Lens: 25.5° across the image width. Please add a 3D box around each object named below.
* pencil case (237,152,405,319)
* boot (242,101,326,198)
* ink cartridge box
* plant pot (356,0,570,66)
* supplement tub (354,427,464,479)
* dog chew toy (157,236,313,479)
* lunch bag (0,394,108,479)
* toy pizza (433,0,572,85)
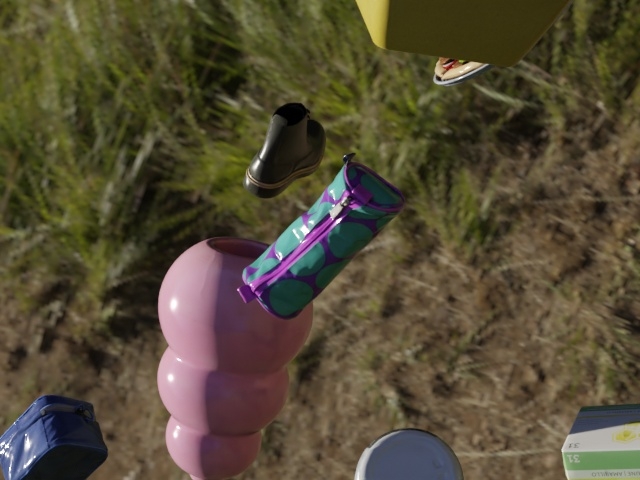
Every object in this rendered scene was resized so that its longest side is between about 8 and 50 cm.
[{"bbox_3d":[0.000,0.000,1.190,0.151,0.070,0.064,-46,70,27],"label":"pencil case"},{"bbox_3d":[-0.029,-0.157,2.016,0.077,0.198,0.137,27,128,7],"label":"boot"},{"bbox_3d":[0.370,0.268,1.669,0.171,0.235,0.056,-6,108,25],"label":"ink cartridge box"},{"bbox_3d":[0.128,-0.281,1.307,0.212,0.212,0.187,-107,28,-53],"label":"plant pot"},{"bbox_3d":[0.093,0.283,1.552,0.117,0.190,0.117,0,68,0],"label":"supplement tub"},{"bbox_3d":[-0.126,0.168,1.887,0.207,0.207,0.331,24,109,42],"label":"dog chew toy"},{"bbox_3d":[-0.237,0.179,1.245,0.098,0.067,0.065,-44,50,20],"label":"lunch bag"},{"bbox_3d":[0.215,-0.255,1.696,0.201,0.032,0.201,-34,15,10],"label":"toy pizza"}]
